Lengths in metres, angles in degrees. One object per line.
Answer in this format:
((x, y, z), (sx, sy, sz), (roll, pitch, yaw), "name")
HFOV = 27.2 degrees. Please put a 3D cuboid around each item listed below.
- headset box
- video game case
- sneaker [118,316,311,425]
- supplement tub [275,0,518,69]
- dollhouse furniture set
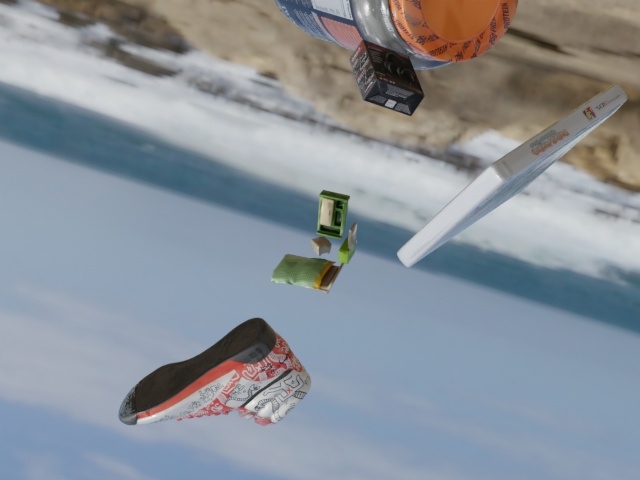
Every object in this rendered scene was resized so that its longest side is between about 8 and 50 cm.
((0.070, -0.177, 1.421), (0.062, 0.032, 0.083), (16, -142, -26), "headset box")
((0.204, -0.067, 1.429), (0.026, 0.206, 0.227), (53, 148, 7), "video game case")
((-0.144, 0.225, 1.868), (0.145, 0.270, 0.090), (49, -159, -29), "sneaker")
((0.088, -0.331, 1.660), (0.207, 0.207, 0.338), (17, -172, -32), "supplement tub")
((0.000, 0.000, 1.614), (0.076, 0.058, 0.151), (13, -148, 13), "dollhouse furniture set")
